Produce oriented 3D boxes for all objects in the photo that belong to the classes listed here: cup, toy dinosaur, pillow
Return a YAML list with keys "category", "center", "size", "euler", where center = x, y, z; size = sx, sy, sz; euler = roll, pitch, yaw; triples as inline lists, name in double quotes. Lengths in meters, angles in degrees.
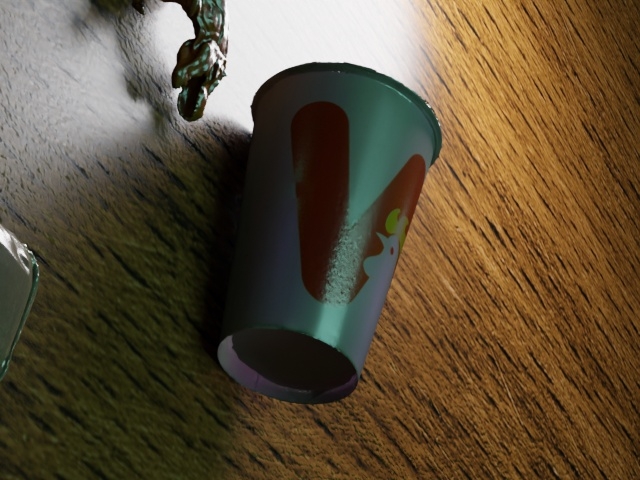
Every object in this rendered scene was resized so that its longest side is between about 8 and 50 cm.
- category: "cup"
  center: [0.000, 0.000, 1.702]
  size: [0.203, 0.203, 0.288]
  euler: [49, 44, -41]
- category: "toy dinosaur"
  center: [-0.136, -0.335, 1.695]
  size: [0.208, 0.097, 0.432]
  euler: [47, 40, -66]
- category: "pillow"
  center: [-0.283, 0.002, 1.312]
  size: [0.211, 0.034, 0.135]
  euler: [51, 39, -36]
